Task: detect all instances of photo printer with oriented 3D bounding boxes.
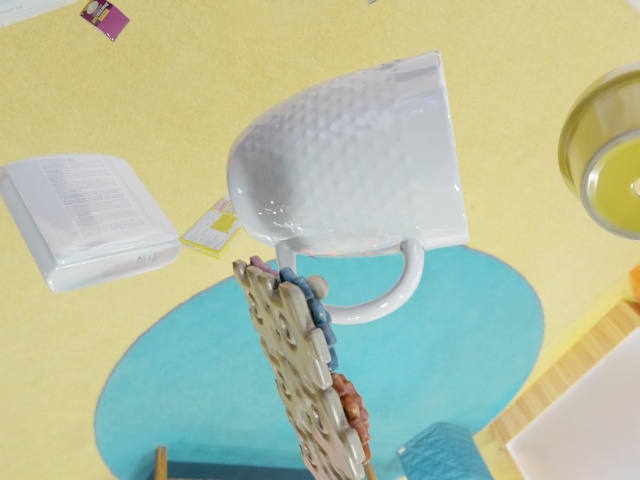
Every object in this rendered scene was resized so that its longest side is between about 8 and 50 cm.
[{"bbox_3d":[-0.460,-0.058,0.945,0.256,0.307,0.107,-17,146,-45],"label":"photo printer"}]

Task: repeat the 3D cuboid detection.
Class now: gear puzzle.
[{"bbox_3d":[0.016,0.173,0.422,0.044,0.175,0.339,-23,104,-21],"label":"gear puzzle"}]

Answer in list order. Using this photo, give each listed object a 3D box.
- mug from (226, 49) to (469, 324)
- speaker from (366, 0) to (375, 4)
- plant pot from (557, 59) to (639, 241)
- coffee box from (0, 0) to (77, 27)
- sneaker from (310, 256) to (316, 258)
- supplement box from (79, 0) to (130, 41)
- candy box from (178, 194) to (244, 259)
[{"bbox_3d":[0.041,-0.062,0.715,0.328,0.374,0.276,-9,158,17],"label":"mug"},{"bbox_3d":[0.084,-0.491,0.833,0.055,0.055,0.136,-24,110,4],"label":"speaker"},{"bbox_3d":[0.483,-0.120,0.708,0.254,0.239,0.254,16,125,25],"label":"plant pot"},{"bbox_3d":[-0.667,-0.600,0.852,0.338,0.338,0.334,-35,109,-23],"label":"coffee box"},{"bbox_3d":[0.000,0.000,1.495,0.052,0.058,0.135,-1,126,-58],"label":"sneaker"},{"bbox_3d":[-0.407,-0.420,0.902,0.055,0.083,0.043,-52,149,0],"label":"supplement box"},{"bbox_3d":[-0.230,-0.037,1.121,0.105,0.206,0.027,16,129,13],"label":"candy box"}]
